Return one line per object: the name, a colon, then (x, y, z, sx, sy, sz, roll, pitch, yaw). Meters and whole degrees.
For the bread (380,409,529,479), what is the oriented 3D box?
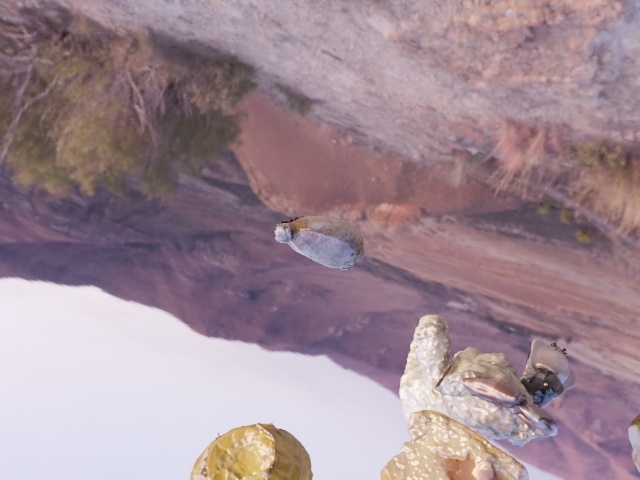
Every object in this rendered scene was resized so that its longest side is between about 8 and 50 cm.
bread: (0.250, 0.439, 1.192, 0.224, 0.183, 0.211, 26, 166, 40)

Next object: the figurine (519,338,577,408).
figurine: (0.514, 0.311, 1.560, 0.147, 0.192, 0.126, 51, 146, -7)

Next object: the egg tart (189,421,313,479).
egg tart: (-0.161, 0.504, 1.462, 0.290, 0.290, 0.115, 17, 139, 38)

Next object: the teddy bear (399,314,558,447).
teddy bear: (0.342, 0.273, 1.407, 0.327, 0.375, 0.362, 43, 135, -5)

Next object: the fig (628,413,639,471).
fig: (0.697, 0.368, 1.193, 0.271, 0.239, 0.239, -8, 167, 10)

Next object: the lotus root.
lotus root: (0.000, -0.002, 1.120, 0.165, 0.088, 0.088, 16, 175, -16)
